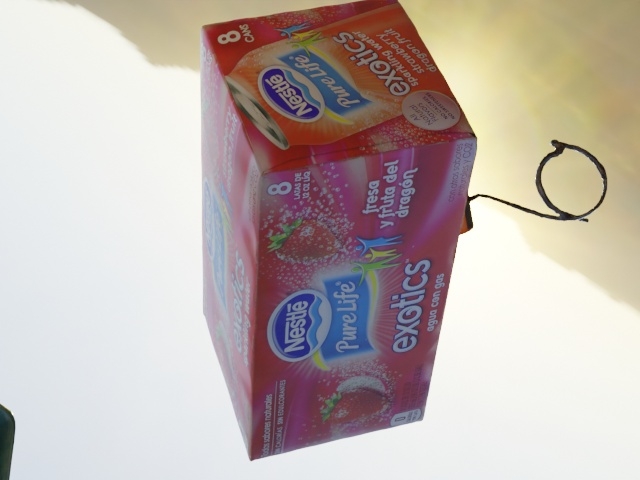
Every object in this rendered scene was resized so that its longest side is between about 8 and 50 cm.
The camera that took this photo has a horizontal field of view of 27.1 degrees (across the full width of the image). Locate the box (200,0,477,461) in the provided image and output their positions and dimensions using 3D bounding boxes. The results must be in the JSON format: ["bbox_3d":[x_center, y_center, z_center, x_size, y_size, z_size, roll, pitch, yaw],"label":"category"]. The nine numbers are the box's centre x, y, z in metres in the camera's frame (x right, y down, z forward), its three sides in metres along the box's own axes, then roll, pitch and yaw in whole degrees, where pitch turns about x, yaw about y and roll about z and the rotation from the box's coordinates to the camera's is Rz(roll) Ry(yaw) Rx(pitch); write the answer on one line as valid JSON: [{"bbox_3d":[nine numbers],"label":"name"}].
[{"bbox_3d":[0.000,0.000,0.791,0.122,0.257,0.128,-10,-131,-14],"label":"box"}]

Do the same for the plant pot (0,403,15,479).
[{"bbox_3d":[-0.276,0.152,0.561,0.165,0.234,0.166,37,-144,-37],"label":"plant pot"}]

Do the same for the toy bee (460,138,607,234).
[{"bbox_3d":[0.074,-0.012,1.177,0.298,0.195,0.162,9,-177,-11],"label":"toy bee"}]
